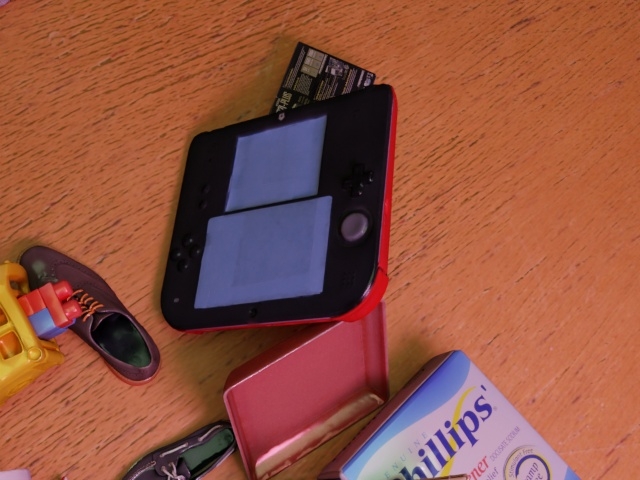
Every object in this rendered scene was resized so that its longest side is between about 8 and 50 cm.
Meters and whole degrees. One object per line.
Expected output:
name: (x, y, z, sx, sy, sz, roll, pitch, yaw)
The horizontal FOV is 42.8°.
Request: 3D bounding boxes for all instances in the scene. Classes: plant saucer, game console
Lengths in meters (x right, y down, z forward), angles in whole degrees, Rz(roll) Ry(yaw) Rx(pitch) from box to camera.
plant saucer: (-0.019, 0.211, 1.176, 0.258, 0.259, 0.048, -29, 50, -20)
game console: (-0.067, -0.039, 1.182, 0.060, 0.386, 0.342, 27, 61, -51)

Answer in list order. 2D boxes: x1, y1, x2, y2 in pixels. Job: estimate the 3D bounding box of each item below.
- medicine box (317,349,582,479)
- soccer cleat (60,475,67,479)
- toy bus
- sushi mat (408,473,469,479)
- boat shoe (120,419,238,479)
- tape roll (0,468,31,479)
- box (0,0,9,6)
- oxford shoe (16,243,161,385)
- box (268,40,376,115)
medicine box: (0.193, 0.359, 1.210, 0.263, 0.149, 0.289, -42, 87, -21)
soccer cleat: (-0.356, 0.373, 1.140, 0.035, 0.029, 0.083, 10, 74, -19)
toy bus: (-0.441, 0.100, 1.114, 0.211, 0.149, 0.220, -31, 81, -5)
sushi mat: (0.080, 0.396, 1.099, 0.019, 0.316, 0.152, -39, 108, -56)
boat shoe: (-0.205, 0.322, 1.170, 0.206, 0.065, 0.075, -29, 82, -19)
tape roll: (-0.488, 0.355, 0.976, 0.286, 0.286, 0.100, -10, 77, -16)
box: (-0.519, -0.493, 1.244, 0.142, 0.247, 0.163, -41, 86, -20)
oxford shoe: (-0.333, 0.096, 1.190, 0.271, 0.098, 0.097, 41, 69, 1)
box: (-0.004, -0.219, 1.358, 0.147, 0.077, 0.180, 21, 57, -7)
